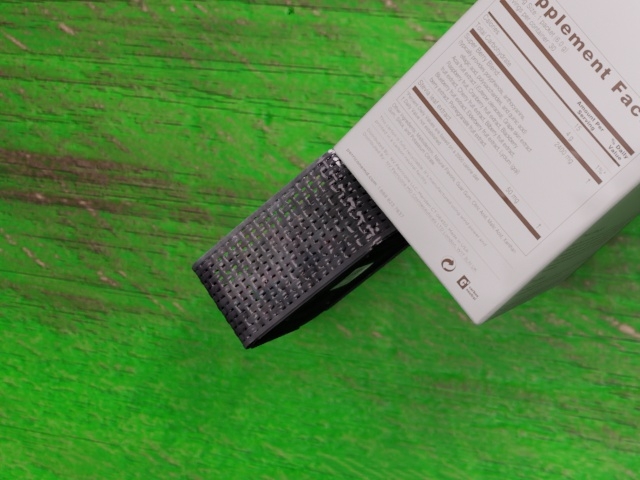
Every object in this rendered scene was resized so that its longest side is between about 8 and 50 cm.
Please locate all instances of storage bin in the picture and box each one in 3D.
[{"bbox_3d":[0.000,0.000,1.465,0.180,0.122,0.084,-38,80,28],"label":"storage bin"}]

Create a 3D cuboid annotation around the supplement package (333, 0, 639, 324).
[{"bbox_3d":[0.190,-0.107,1.311,0.293,0.177,0.175,-44,78,27],"label":"supplement package"}]
